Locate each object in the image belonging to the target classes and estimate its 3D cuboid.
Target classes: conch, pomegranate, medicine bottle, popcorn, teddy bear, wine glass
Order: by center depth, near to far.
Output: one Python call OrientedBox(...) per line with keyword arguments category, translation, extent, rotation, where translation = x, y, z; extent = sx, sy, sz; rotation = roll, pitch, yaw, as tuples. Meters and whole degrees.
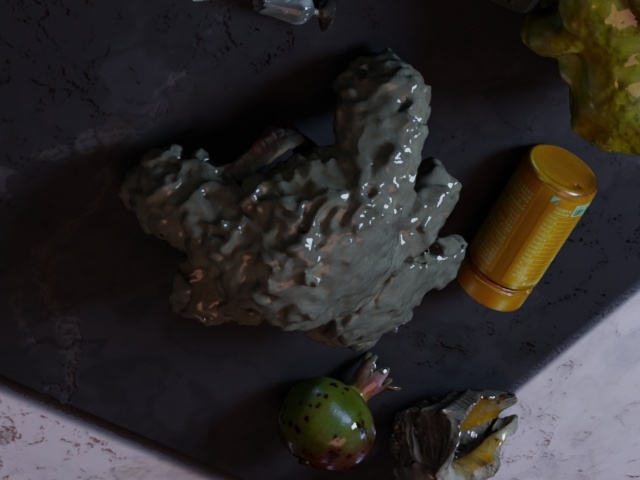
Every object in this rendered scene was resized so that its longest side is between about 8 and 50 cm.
OrientedBox(category="wine glass", translation=(-0.027, -0.242, 1.834), extent=(0.083, 0.039, 0.042), rotation=(11, 130, -25))
OrientedBox(category="popcorn", translation=(0.340, -0.216, 1.867), extent=(0.276, 0.225, 0.276), rotation=(-1, 92, -27))
OrientedBox(category="teddy bear", translation=(0.000, 0.000, 1.999), extent=(0.357, 0.224, 0.367), rotation=(-25, 151, 2))
OrientedBox(category="medicine bottle", translation=(0.243, -0.014, 2.118), extent=(0.096, 0.096, 0.192), rotation=(7, 130, -27))
OrientedBox(category="pomegranate", translation=(0.022, 0.218, 2.258), extent=(0.159, 0.129, 0.129), rotation=(-40, 147, -34))
OrientedBox(category="conch", translation=(0.178, 0.270, 2.340), extent=(0.245, 0.163, 0.178), rotation=(-29, 163, -37))

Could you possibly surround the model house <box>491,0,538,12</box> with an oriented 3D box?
OrientedBox(category="model house", translation=(0.185, -0.387, 1.720), extent=(0.205, 0.218, 0.279), rotation=(30, 87, -1))
